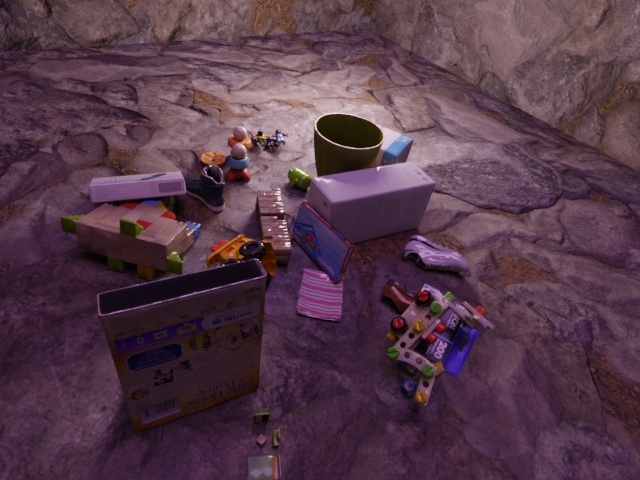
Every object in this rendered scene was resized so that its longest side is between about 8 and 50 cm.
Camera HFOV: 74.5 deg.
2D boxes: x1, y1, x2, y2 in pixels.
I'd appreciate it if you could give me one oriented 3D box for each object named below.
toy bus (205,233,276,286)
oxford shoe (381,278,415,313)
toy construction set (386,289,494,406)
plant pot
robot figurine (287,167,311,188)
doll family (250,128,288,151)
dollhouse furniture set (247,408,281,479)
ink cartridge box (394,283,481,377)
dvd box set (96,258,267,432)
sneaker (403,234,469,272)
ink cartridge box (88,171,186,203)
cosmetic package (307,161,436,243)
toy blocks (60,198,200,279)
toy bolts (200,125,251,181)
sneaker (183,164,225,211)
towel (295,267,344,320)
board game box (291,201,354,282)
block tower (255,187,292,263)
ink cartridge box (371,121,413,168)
[{"bbox_3d":[-0.280,0.077,1.314,0.211,0.149,0.220,22,44,31],"label":"toy bus"},{"bbox_3d":[0.290,0.214,1.354,0.212,0.076,0.076,34,77,19],"label":"oxford shoe"},{"bbox_3d":[0.312,0.265,1.151,0.328,0.151,0.215,-39,57,-13],"label":"toy construction set"},{"bbox_3d":[0.088,-0.317,1.703,0.275,0.293,0.274,7,43,-6],"label":"plant pot"},{"bbox_3d":[-0.085,-0.261,1.771,0.115,0.067,0.101,33,34,22],"label":"robot figurine"},{"bbox_3d":[-0.247,-0.475,1.969,0.193,0.076,0.111,2,38,-18],"label":"doll family"},{"bbox_3d":[-0.130,0.472,0.967,0.076,0.058,0.151,2,43,-11],"label":"dollhouse furniture set"},{"bbox_3d":[0.360,0.266,1.256,0.208,0.045,0.206,27,70,15],"label":"ink cartridge box"},{"bbox_3d":[-0.277,0.240,0.918,0.308,0.420,0.062,-13,44,-24],"label":"dvd box set"},{"bbox_3d":[0.416,0.071,1.526,0.235,0.090,0.095,23,56,17],"label":"sneaker"},{"bbox_3d":[-0.648,-0.203,1.502,0.296,0.066,0.261,-8,20,-21],"label":"ink cartridge box"},{"bbox_3d":[0.181,-0.134,1.576,0.453,0.230,0.161,-13,47,-26],"label":"cosmetic package"},{"bbox_3d":[-0.571,-0.041,1.364,0.381,0.190,0.261,14,30,4],"label":"toy blocks"},{"bbox_3d":[-0.379,-0.366,1.749,0.218,0.158,0.228,-9,46,-22],"label":"toy bolts"},{"bbox_3d":[-0.445,-0.229,1.585,0.226,0.163,0.086,32,47,23],"label":"sneaker"},{"bbox_3d":[0.003,0.168,1.352,0.144,0.029,0.197,11,42,-2],"label":"towel"},{"bbox_3d":[0.000,0.000,1.430,0.027,0.145,0.281,-7,39,-39],"label":"board game box"},{"bbox_3d":[-0.174,-0.054,1.508,0.097,0.091,0.335,0,43,-14],"label":"block tower"},{"bbox_3d":[0.234,-0.385,1.884,0.270,0.198,0.197,28,45,16],"label":"ink cartridge box"}]
